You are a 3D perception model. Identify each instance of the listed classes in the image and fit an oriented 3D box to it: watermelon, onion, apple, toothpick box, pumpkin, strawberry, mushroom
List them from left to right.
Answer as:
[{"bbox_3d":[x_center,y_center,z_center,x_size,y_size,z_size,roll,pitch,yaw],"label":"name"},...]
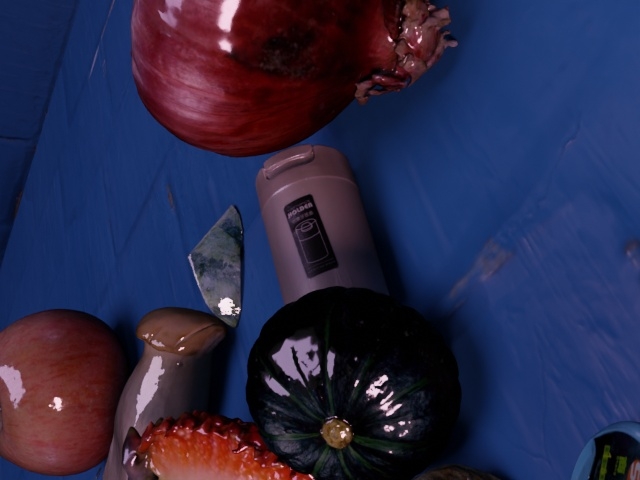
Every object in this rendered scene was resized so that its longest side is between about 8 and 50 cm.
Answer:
[{"bbox_3d":[-0.531,0.300,1.401,0.345,0.269,0.345,-14,73,55],"label":"apple"},{"bbox_3d":[-0.242,0.293,1.071,0.154,0.137,0.407,-147,69,-68],"label":"mushroom"},{"bbox_3d":[-0.153,0.040,1.056,0.094,0.081,0.180,100,166,-59],"label":"watermelon"},{"bbox_3d":[-0.077,0.306,0.842,0.306,0.137,0.233,-4,101,33],"label":"strawberry"},{"bbox_3d":[-0.012,-0.221,0.689,0.285,0.347,0.348,26,113,11],"label":"onion"},{"bbox_3d":[0.000,0.000,0.758,0.111,0.111,0.181,-47,48,44],"label":"toothpick box"},{"bbox_3d":[0.026,0.131,0.636,0.150,0.194,0.194,-93,28,-51],"label":"pumpkin"}]

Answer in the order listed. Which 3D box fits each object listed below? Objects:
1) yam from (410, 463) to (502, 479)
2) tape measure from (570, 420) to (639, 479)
[{"bbox_3d":[0.084,0.256,0.592,0.183,0.107,0.107,-54,42,35],"label":"yam"},{"bbox_3d":[0.195,0.173,0.424,0.146,0.081,0.125,137,145,-78],"label":"tape measure"}]
